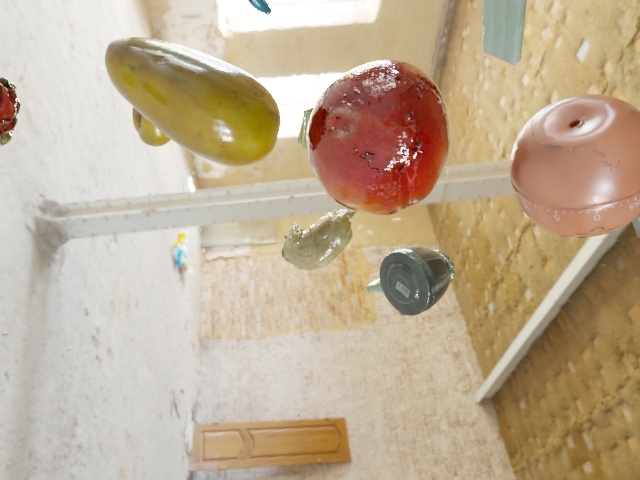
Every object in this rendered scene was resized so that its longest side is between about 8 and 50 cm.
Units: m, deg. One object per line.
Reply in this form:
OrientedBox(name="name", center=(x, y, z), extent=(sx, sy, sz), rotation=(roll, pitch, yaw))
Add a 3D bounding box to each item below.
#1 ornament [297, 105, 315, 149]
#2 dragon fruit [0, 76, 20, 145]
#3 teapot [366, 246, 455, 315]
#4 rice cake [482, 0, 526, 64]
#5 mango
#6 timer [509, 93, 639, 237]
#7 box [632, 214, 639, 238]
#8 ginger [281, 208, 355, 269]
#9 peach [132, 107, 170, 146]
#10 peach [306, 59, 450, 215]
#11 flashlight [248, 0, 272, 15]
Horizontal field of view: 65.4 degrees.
OrientedBox(name="ornament", center=(-0.016, -0.437, 1.856), extent=(0.059, 0.201, 0.180), rotation=(48, 12, 30))
OrientedBox(name="dragon fruit", center=(-0.658, -0.248, 0.942), extent=(0.160, 0.171, 0.167), rotation=(-35, 101, -46))
OrientedBox(name="teapot", center=(0.358, 0.155, 1.862), extent=(0.240, 0.239, 0.322), rotation=(56, -40, 23))
OrientedBox(name="rice cake", center=(0.480, -0.579, 1.314), extent=(0.127, 0.043, 0.237), rotation=(38, -14, 29))
OrientedBox(name="mango", center=(-0.307, -0.346, 1.224), extent=(0.232, 0.445, 0.300), rotation=(-60, -171, 22))
OrientedBox(name="timer", center=(0.446, -0.123, 0.850), extent=(0.215, 0.229, 0.230), rotation=(55, 16, -39))
OrientedBox(name="box", center=(0.717, -0.043, 1.003), extent=(0.129, 0.225, 0.086), rotation=(30, -84, 39))
OrientedBox(name="ginger", center=(0.000, 0.000, 1.514), extent=(0.138, 0.266, 0.152), rotation=(-84, 149, -77))
OrientedBox(name="peach", center=(-0.530, -0.382, 1.578), extent=(0.179, 0.103, 0.180), rotation=(13, -73, 50))
OrientedBox(name="peach", center=(0.137, -0.229, 1.154), extent=(0.370, 0.369, 0.371), rotation=(174, -90, -86))
OrientedBox(name="flashlight", center=(-0.210, -0.765, 1.584), extent=(0.129, 0.051, 0.051), rotation=(28, 41, -42))
